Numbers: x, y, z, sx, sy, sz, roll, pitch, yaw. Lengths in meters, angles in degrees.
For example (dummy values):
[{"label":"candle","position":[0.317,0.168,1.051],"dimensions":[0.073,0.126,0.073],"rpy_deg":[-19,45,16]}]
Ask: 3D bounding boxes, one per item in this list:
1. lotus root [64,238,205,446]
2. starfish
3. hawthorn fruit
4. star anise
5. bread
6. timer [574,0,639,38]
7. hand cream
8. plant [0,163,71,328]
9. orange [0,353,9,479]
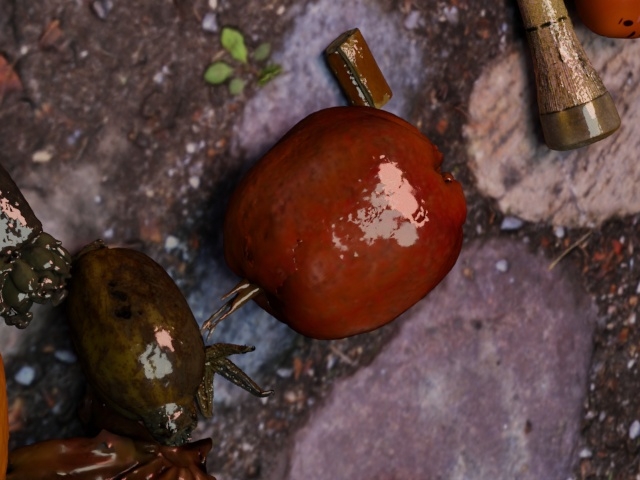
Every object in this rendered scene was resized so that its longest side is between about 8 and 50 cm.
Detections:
[{"label":"lotus root","position":[-0.162,0.088,1.403],"dimensions":[0.120,0.120,0.209],"rpy_deg":[-19,68,-29]},{"label":"starfish","position":[-0.099,0.118,1.481],"dimensions":[0.133,0.130,0.041],"rpy_deg":[15,48,-36]},{"label":"hawthorn fruit","position":[0.000,0.000,1.478],"dimensions":[0.299,0.211,0.211],"rpy_deg":[-35,111,-13]},{"label":"star anise","position":[-0.152,0.270,1.429],"dimensions":[0.346,0.148,0.237],"rpy_deg":[43,30,-26]},{"label":"bread","position":[0.040,-0.167,1.578],"dimensions":[0.047,0.036,0.083],"rpy_deg":[-42,115,-25]},{"label":"timer","position":[0.319,-0.283,1.701],"dimensions":[0.136,0.099,0.136],"rpy_deg":[7,79,-35]},{"label":"hand cream","position":[0.252,-0.199,1.687],"dimensions":[0.084,0.084,0.203],"rpy_deg":[-26,100,-27]},{"label":"plant","position":[-0.279,0.005,1.368],"dimensions":[0.094,0.092,0.143],"rpy_deg":[-37,104,-31]},{"label":"orange","position":[-0.426,0.155,1.150],"dimensions":[0.423,0.326,0.424],"rpy_deg":[-3,97,-29]}]
